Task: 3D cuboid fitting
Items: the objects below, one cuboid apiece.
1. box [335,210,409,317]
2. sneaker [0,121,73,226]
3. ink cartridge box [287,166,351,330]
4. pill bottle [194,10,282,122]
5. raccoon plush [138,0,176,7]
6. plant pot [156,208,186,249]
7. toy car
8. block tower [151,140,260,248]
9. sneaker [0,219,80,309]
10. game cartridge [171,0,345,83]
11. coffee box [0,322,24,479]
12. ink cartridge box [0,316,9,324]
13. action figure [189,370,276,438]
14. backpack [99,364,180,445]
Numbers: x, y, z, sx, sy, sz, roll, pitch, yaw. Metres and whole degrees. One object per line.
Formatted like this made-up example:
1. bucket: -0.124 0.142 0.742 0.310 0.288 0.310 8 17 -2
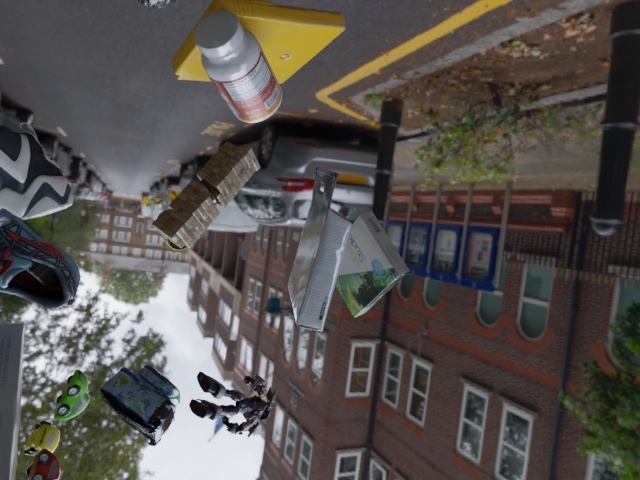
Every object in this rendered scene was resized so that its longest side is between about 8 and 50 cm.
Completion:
1. box: 0.139 0.086 1.650 0.058 0.232 0.322 -18 157 -32
2. sneaker: -0.454 -0.080 0.624 0.234 0.153 0.094 -21 -171 -19
3. ink cartridge box: 0.000 0.000 0.797 0.045 0.224 0.223 13 -171 -9
4. pill bottle: -0.166 -0.348 1.017 0.121 0.121 0.216 8 160 19
5. raccoon plush: -0.315 -0.628 0.880 0.446 0.216 0.299 -9 155 40
6. plant pot: -0.458 -0.049 1.573 0.095 0.134 0.134 24 -170 30
7. toy car: -0.515 0.370 0.994 0.053 0.225 0.239 30 173 -29
8. block tower: -0.317 -0.132 1.416 0.097 0.335 0.091 31 161 26
9. sneaker: -0.487 0.017 0.775 0.262 0.104 0.125 40 177 -32
10. game cartridge: -0.150 -0.448 1.152 0.323 0.053 0.285 -11 175 -39
11. coffee box: -0.641 0.353 0.734 0.337 0.335 0.338 5 -142 -28
12. ink cartridge box: -0.748 0.164 0.901 0.121 0.211 0.289 18 151 37
13. action figure: -0.242 0.474 1.461 0.099 0.186 0.285 11 163 44
14. backpack: -0.281 0.249 0.791 0.114 0.084 0.105 31 143 8
